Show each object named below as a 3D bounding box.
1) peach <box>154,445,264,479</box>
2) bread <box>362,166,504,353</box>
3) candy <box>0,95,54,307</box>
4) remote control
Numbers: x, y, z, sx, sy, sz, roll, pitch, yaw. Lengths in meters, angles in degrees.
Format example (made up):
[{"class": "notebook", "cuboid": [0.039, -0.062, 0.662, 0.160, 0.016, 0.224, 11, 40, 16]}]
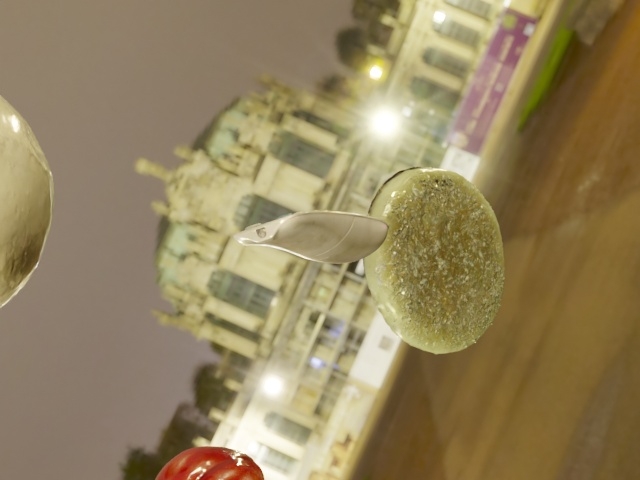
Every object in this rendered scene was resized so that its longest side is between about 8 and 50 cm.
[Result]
[{"class": "peach", "cuboid": [-0.101, 0.230, 1.046, 0.101, 0.101, 0.100, 24, -90, -85]}, {"class": "bread", "cuboid": [0.165, 0.024, 1.591, 0.040, 0.267, 0.267, -9, 48, 51]}, {"class": "candy", "cuboid": [-0.381, -0.047, 1.250, 0.295, 0.185, 0.295, -175, 90, -73]}, {"class": "remote control", "cuboid": [0.000, 0.000, 1.110, 0.229, 0.073, 0.044, 3, -106, -64]}]
